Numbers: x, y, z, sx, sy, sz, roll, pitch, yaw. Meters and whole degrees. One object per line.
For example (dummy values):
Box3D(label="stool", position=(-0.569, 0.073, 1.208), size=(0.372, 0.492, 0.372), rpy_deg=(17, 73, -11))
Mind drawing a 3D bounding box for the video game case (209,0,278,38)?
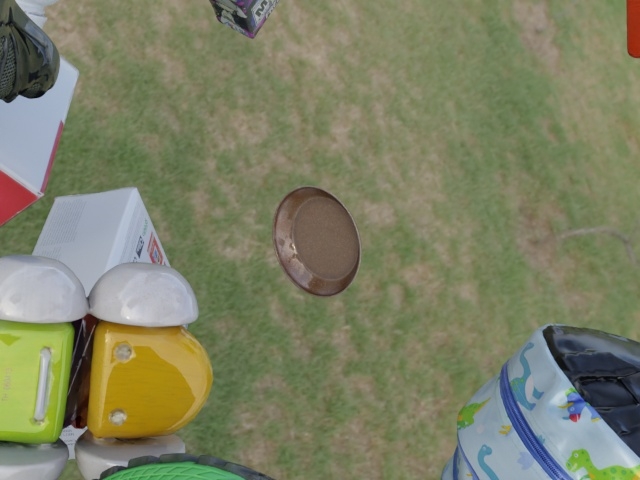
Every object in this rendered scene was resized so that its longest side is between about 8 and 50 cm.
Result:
Box3D(label="video game case", position=(-0.012, -0.277, 0.602), size=(0.042, 0.210, 0.232), rpy_deg=(32, 82, 9))

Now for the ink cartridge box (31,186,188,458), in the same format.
Box3D(label="ink cartridge box", position=(-0.297, 0.131, 1.218), size=(0.309, 0.130, 0.271), rpy_deg=(-86, 165, -48))

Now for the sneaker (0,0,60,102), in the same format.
Box3D(label="sneaker", position=(-0.263, -0.121, 0.655), size=(0.087, 0.227, 0.130), rpy_deg=(22, 84, -4))

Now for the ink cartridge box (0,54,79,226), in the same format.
Box3D(label="ink cartridge box", position=(-0.379, -0.072, 0.856), size=(0.114, 0.273, 0.197), rpy_deg=(41, 31, -34))

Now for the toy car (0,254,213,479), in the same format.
Box3D(label="toy car", position=(-0.174, 0.087, 0.617), size=(0.182, 0.136, 0.159), rpy_deg=(4, 98, -27))

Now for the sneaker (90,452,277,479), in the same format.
Box3D(label="sneaker", position=(-0.128, 0.251, 0.512), size=(0.134, 0.343, 0.146), rpy_deg=(40, 20, -26))

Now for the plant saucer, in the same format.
Box3D(label="plant saucer", position=(0.000, 0.000, 1.531), size=(0.036, 0.199, 0.198), rpy_deg=(-20, 89, -48))

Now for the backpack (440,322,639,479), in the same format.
Box3D(label="backpack", position=(0.281, 0.211, 0.778), size=(0.355, 0.273, 0.290), rpy_deg=(37, 21, -43))

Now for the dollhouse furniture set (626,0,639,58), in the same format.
Box3D(label="dollhouse furniture set", position=(0.367, -0.195, 0.724), size=(0.135, 0.259, 0.261), rpy_deg=(-18, 107, -37))

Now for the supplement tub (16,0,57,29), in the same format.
Box3D(label="supplement tub", position=(-0.481, -0.498, 1.344), size=(0.235, 0.235, 0.324), rpy_deg=(7, 106, -49))
